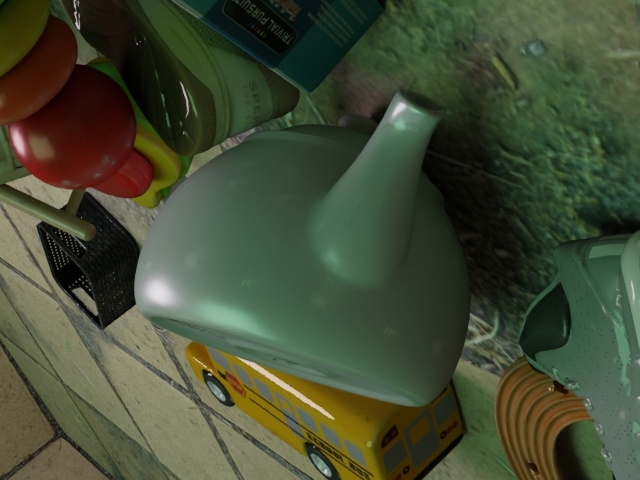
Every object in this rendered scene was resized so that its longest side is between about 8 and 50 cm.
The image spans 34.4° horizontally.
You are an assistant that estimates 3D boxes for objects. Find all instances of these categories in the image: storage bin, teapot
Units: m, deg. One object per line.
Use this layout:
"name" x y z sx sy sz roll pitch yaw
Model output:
"storage bin" -0.325 0.032 1.477 0.122 0.084 0.180 43 154 19
"teapot" 0.000 0.000 0.740 0.256 0.187 0.252 10 166 33

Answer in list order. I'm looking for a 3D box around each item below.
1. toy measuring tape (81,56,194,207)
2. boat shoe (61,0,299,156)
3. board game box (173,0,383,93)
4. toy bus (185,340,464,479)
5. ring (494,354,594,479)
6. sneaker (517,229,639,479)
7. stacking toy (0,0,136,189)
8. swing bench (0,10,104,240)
"toy measuring tape" -0.114 -0.065 0.878 0.330 0.121 0.121 38 168 -38
"boat shoe" -0.123 -0.189 0.767 0.302 0.098 0.109 53 150 28
"board game box" -0.134 -0.242 0.592 0.336 0.079 0.254 44 -172 15
"toy bus" -0.014 0.138 1.042 0.332 0.108 0.130 26 146 44
"ring" 0.264 0.206 0.743 0.336 0.032 0.337 39 155 23
"sneaker" 0.184 0.102 0.619 0.132 0.086 0.229 0 100 59
"stacking toy" -0.235 -0.149 0.654 0.141 0.141 0.330 24 158 46
"swing bench" -0.337 -0.152 0.995 0.254 0.165 0.253 9 145 6
